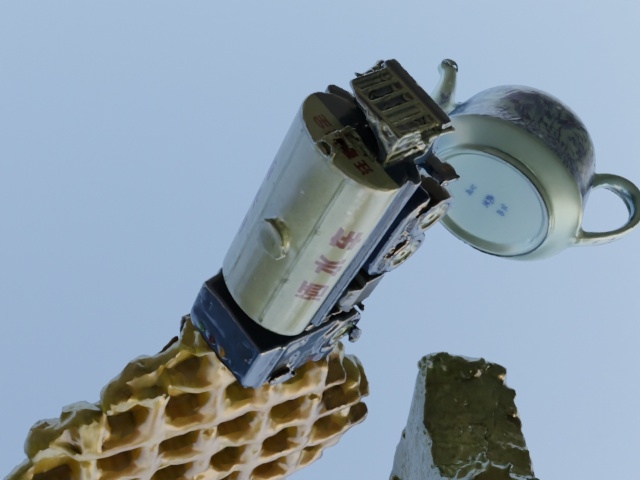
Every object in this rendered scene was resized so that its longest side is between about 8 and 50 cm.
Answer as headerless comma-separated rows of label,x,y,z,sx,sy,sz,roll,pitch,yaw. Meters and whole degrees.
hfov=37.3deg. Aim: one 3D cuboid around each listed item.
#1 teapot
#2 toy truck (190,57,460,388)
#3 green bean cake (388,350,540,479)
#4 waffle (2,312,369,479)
teapot,0.181,-0.073,0.847,0.232,0.159,0.159,35,-125,8
toy truck,0.000,0.000,0.478,0.088,0.201,0.074,-27,-111,-41
green bean cake,0.162,0.267,1.028,0.124,0.233,0.236,5,-147,-7
waffle,-0.088,0.145,0.679,0.291,0.291,0.051,-12,-128,-28
